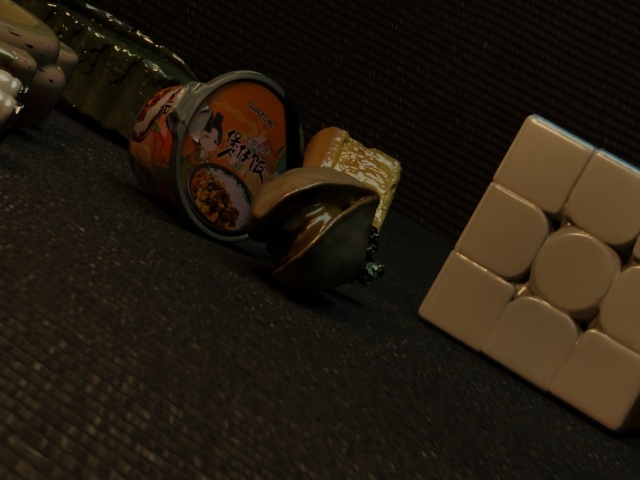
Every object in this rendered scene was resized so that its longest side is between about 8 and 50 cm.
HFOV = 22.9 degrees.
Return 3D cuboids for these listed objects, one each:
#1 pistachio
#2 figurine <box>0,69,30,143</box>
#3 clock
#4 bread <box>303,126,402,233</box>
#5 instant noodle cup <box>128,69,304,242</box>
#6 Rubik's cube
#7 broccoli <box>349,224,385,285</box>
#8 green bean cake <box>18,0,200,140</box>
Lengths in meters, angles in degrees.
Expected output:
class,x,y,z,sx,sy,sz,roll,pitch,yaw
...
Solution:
class,x,y,z,sx,sy,sz,roll,pitch,yaw
pistachio,-0.005,-0.015,1.595,0.129,0.131,0.206,54,11,4
figurine,-0.368,-0.167,1.350,0.245,0.110,0.138,32,28,-19
clock,-0.394,-0.215,1.622,0.284,0.114,0.309,30,8,-8
bread,0.010,-0.023,1.963,0.140,0.160,0.169,26,40,-2
instant noodle cup,-0.121,-0.096,1.670,0.126,0.177,0.208,15,-37,46
Rubik's cube,0.343,0.046,1.968,0.290,0.291,0.292,31,5,19
broccoli,-0.001,-0.002,1.791,0.122,0.118,0.204,-3,-4,-13
green bean cake,-0.282,-0.220,2.096,0.255,0.132,0.241,31,6,5
